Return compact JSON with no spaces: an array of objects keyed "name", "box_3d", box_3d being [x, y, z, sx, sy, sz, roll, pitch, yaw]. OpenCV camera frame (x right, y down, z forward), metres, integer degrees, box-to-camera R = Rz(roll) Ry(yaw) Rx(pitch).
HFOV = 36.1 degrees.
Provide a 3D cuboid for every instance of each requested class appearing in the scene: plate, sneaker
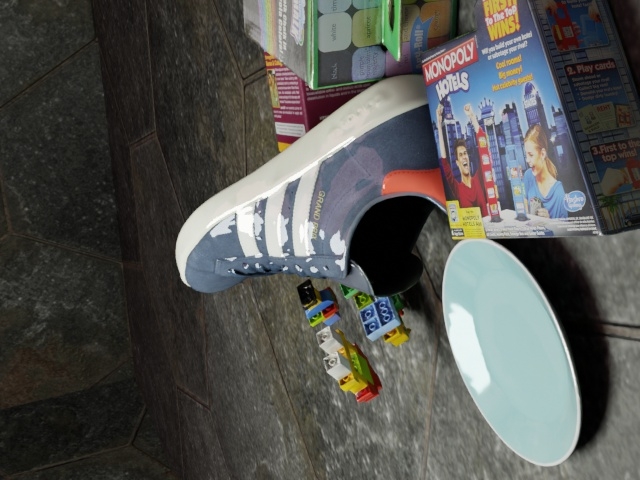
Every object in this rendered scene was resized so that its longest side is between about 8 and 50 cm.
[{"name":"plate","box_3d":[0.153,0.084,0.773,0.188,0.024,0.188,164,90,-71]},{"name":"sneaker","box_3d":[0.000,0.000,0.872,0.350,0.131,0.148,-35,74,42]}]

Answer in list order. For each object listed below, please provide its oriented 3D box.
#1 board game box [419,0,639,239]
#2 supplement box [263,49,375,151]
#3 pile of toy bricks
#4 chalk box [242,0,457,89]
[{"name":"board game box","box_3d":[0.140,-0.100,0.664,0.194,0.060,0.194,180,80,-70]},{"name":"supplement box","box_3d":[-0.004,-0.184,0.981,0.104,0.081,0.188,-159,59,-68]},{"name":"pile of toy bricks","box_3d":[0.050,0.054,0.959,0.105,0.118,0.212,43,-160,-40]},{"name":"chalk box","box_3d":[0.030,-0.209,0.805,0.213,0.132,0.132,-133,37,-54]}]
